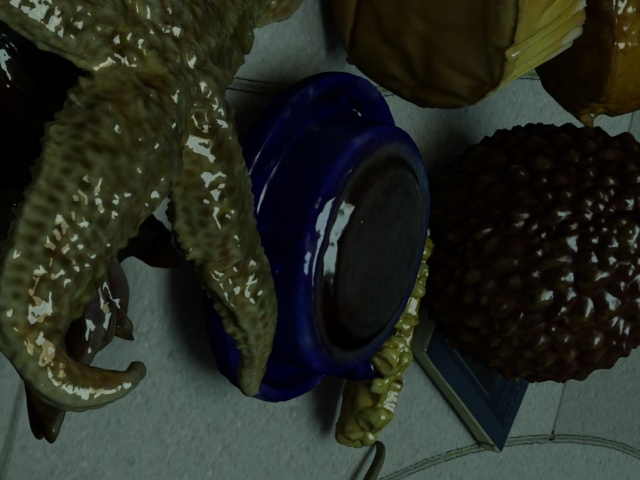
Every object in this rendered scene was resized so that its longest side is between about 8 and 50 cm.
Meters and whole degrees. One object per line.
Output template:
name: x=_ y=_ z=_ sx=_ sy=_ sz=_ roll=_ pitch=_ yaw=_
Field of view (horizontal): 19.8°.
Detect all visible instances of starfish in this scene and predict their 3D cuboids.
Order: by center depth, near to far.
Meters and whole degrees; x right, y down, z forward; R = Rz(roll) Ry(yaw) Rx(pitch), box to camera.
starfish: x=-0.082 y=-0.050 z=1.158 sx=0.432 sy=0.082 sz=0.324 roll=-11 pitch=93 yaw=-69

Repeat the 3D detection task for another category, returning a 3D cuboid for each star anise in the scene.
star anise: x=-0.165 y=-0.014 z=1.163 sx=0.288 sy=0.088 sz=0.288 roll=-6 pitch=97 yaw=-61

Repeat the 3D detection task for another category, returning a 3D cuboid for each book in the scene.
book: x=0.171 y=0.081 z=1.859 sx=0.191 sy=0.025 sz=0.269 roll=-65 pitch=149 yaw=-18

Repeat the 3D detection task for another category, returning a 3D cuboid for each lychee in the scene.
lychee: x=0.228 y=0.004 z=1.657 sx=0.271 sy=0.271 sz=0.271 roll=-34 pitch=131 yaw=-50

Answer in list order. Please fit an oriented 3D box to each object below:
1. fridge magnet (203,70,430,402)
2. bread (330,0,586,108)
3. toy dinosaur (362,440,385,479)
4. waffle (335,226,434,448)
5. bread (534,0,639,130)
fridge magnet: x=0.000 y=0.000 z=1.431 sx=0.265 sy=0.112 sz=0.265 roll=-37 pitch=135 yaw=-50
bread: x=0.110 y=-0.256 z=1.414 sx=0.156 sy=0.204 sz=0.288 roll=-41 pitch=132 yaw=-39
toy dinosaur: x=-0.001 y=0.296 z=1.618 sx=0.251 sy=0.072 sz=0.200 roll=-4 pitch=97 yaw=-49
waffle: x=0.057 y=0.078 z=1.602 sx=0.160 sy=0.046 sz=0.192 roll=115 pitch=-13 yaw=-59
bread: x=0.253 y=-0.261 z=1.596 sx=0.312 sy=0.172 sz=0.312 roll=172 pitch=-90 yaw=-89
